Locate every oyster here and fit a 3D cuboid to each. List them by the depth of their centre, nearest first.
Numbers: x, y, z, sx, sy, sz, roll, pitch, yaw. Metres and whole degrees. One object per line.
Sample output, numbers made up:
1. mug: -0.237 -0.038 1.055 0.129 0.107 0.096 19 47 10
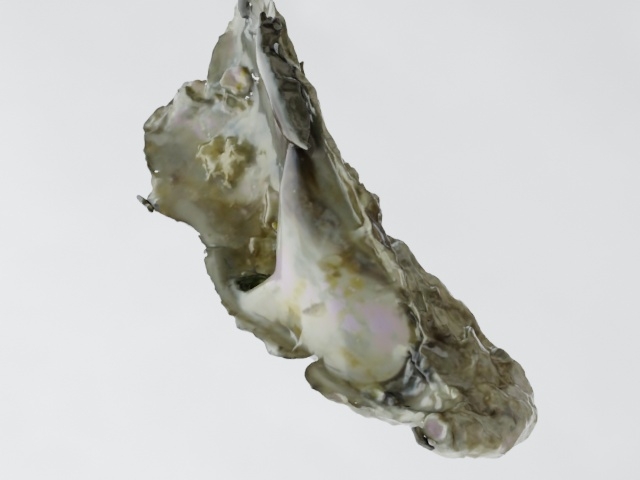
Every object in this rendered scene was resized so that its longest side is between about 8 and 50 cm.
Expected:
1. oyster: -0.003 -0.001 0.528 0.061 0.106 0.200 6 -123 -43
